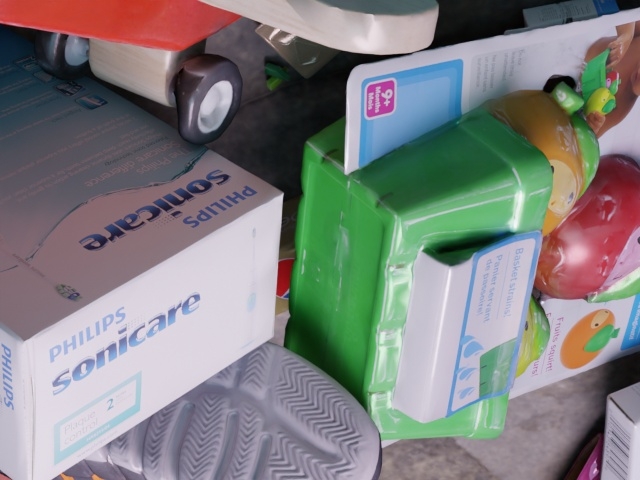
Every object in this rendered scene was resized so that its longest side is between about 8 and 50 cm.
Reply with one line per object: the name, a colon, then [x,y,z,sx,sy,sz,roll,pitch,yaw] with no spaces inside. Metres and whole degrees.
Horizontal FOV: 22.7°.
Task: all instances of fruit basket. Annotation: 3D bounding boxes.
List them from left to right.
fruit basket: [0.154,-0.001,1.129,0.353,0.165,0.327,-11,127,-26]

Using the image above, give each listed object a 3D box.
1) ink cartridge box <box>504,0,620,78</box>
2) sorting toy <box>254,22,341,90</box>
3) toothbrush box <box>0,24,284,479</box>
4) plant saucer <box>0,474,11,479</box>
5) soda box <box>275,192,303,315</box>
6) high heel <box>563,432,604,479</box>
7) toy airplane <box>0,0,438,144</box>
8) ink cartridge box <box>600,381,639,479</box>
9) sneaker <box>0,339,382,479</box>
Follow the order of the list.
ink cartridge box: [0.174,-0.145,1.156,0.083,0.028,0.048,-9,126,4]
sorting toy: [-0.018,-0.145,1.158,0.083,0.012,0.062,-38,124,19]
toothbrush box: [-0.202,-0.005,1.043,0.295,0.216,0.126,30,133,30]
plant saucer: [-0.335,0.190,1.359,0.258,0.048,0.259,4,131,-5]
soda box: [0.000,0.000,1.235,0.181,0.061,0.058,-23,125,14]
high heel: [0.186,0.263,1.431,0.244,0.082,0.117,-29,114,22]
toy airplane: [-0.151,-0.211,0.891,0.386,0.384,0.272,18,101,-18]
ink cartridge box: [0.335,0.179,1.332,0.224,0.045,0.223,-21,132,-18]
sneaker: [-0.090,0.156,1.136,0.321,0.125,0.180,7,149,25]
